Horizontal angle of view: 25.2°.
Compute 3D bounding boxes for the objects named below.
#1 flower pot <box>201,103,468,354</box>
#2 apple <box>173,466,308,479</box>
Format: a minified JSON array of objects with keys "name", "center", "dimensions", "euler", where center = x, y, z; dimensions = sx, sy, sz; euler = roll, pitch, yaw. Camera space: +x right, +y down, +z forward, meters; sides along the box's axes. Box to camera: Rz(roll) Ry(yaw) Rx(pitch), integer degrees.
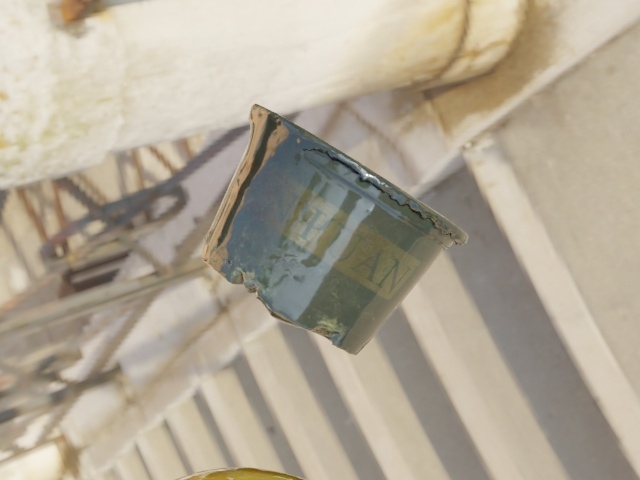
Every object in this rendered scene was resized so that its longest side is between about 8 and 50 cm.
[{"name":"flower pot","center":[0.000,0.000,0.887],"dimensions":[0.157,0.157,0.107],"euler":[31,91,35]},{"name":"apple","center":[-0.017,0.123,0.454],"dimensions":[0.102,0.114,0.099],"euler":[27,98,33]}]
